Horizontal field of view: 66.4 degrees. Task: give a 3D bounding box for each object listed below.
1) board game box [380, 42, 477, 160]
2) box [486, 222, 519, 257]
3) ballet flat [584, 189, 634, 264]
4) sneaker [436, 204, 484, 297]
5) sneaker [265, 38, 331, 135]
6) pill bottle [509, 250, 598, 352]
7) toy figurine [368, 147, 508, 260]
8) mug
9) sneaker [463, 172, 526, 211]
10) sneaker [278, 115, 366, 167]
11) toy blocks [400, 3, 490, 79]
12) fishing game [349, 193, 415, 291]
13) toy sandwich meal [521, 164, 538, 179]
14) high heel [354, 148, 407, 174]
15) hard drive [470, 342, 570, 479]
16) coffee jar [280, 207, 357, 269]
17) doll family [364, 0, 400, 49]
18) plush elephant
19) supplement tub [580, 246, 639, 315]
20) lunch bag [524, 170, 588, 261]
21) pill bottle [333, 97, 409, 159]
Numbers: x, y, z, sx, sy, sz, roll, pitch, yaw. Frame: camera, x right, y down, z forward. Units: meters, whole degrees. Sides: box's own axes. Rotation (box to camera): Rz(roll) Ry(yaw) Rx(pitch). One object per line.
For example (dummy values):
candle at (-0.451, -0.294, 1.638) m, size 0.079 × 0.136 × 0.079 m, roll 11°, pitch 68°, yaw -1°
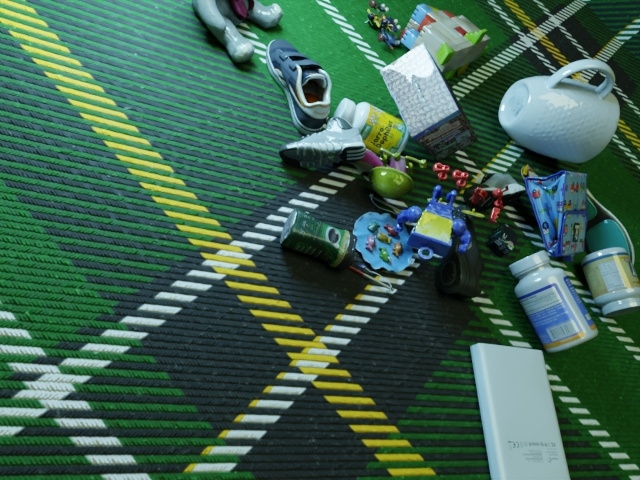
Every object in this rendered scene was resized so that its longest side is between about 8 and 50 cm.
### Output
board game box at (0.330, -0.398, 1.458) m, size 0.291 × 0.141 × 0.231 m, roll 10°, pitch 55°, yaw -62°
box at (0.565, -0.001, 1.516) m, size 0.062 × 0.052 × 0.083 m, roll 43°, pitch 53°, yaw -4°
ballet flat at (0.978, -0.068, 1.741) m, size 0.139 × 0.139 × 0.400 m, roll -25°, pitch 78°, yaw -36°
sneaker at (0.405, 0.034, 1.394) m, size 0.130 × 0.109 × 0.286 m, roll 25°, pitch 62°, yaw -27°
sneaker at (-0.051, -0.464, 1.377) m, size 0.126 × 0.127 × 0.320 m, roll -14°, pitch 71°, yaw -32°
pill bottle at (0.663, 0.173, 1.417) m, size 0.153 × 0.152 × 0.271 m, roll -13°, pitch 72°, yaw -33°
toy figurine at (0.273, -0.061, 1.257) m, size 0.363 × 0.191 × 0.217 m, roll 19°, pitch 70°, yaw 6°
mug at (0.845, -0.472, 1.716) m, size 0.328 × 0.374 × 0.276 m, roll 11°, pitch 55°, yaw -16°
sneaker at (0.541, -0.163, 1.569) m, size 0.272 × 0.100 × 0.107 m, roll -9°, pitch 61°, yaw -38°
sneaker at (0.001, -0.271, 1.310) m, size 0.229 × 0.086 × 0.132 m, roll -2°, pitch 60°, yaw -5°
toy blocks at (0.430, -0.745, 1.767) m, size 0.261 × 0.190 × 0.381 m, roll 46°, pitch 49°, yaw 13°
fishing game at (0.176, 0.001, 1.313) m, size 0.189 × 0.041 × 0.264 m, roll 30°, pitch 55°, yaw -9°
toy sandwich meal at (0.755, -0.235, 1.754) m, size 0.086 × 0.029 × 0.085 m, roll 12°, pitch 60°, yaw -23°
high heel at (0.132, -0.195, 1.385) m, size 0.244 × 0.082 × 0.117 m, roll 8°, pitch 95°, yaw -17°
hard drive at (0.512, 0.452, 1.256) m, size 0.233 × 0.047 × 0.352 m, roll 11°, pitch 61°, yaw -23°
coffee jar at (0.000, 0.000, 1.191) m, size 0.185 × 0.079 × 0.096 m, roll 24°, pitch 53°, yaw -15°
doll family at (0.215, -0.753, 1.699) m, size 0.193 × 0.076 × 0.111 m, roll 55°, pitch 34°, yaw 12°
plush elephant at (-0.237, -0.715, 1.322) m, size 0.330 × 0.255 × 0.271 m, roll 38°, pitch 54°, yaw -6°
supplement tub at (0.958, 0.137, 1.600) m, size 0.145 × 0.144 × 0.199 m, roll 4°, pitch 64°, yaw -27°
lunch bag at (0.797, -0.072, 1.622) m, size 0.221 × 0.138 × 0.292 m, roll -5°, pitch 89°, yaw -46°
pill bottle at (0.144, -0.327, 1.415) m, size 0.209 × 0.117 × 0.117 m, roll 22°, pitch 57°, yaw -18°
